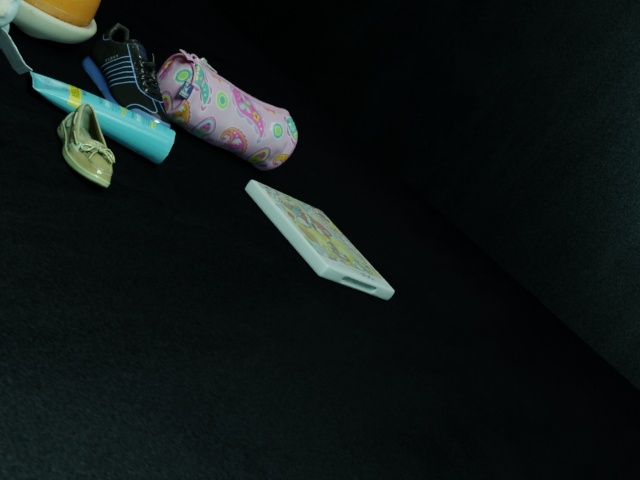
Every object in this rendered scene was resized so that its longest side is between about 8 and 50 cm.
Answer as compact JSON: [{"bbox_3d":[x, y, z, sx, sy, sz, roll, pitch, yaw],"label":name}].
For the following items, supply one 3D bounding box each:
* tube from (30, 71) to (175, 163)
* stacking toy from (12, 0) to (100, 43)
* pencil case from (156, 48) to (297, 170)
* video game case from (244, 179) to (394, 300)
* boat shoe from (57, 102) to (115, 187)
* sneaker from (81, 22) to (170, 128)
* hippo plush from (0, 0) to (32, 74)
[{"bbox_3d":[-0.300,-0.171,1.435,0.207,0.052,0.080,26,8,-25],"label":"tube"},{"bbox_3d":[-0.380,-0.574,1.595,0.350,0.480,0.351,37,13,-10],"label":"stacking toy"},{"bbox_3d":[-0.165,-0.220,1.808,0.284,0.124,0.124,27,17,-46],"label":"pencil case"},{"bbox_3d":[0.000,0.000,1.724,0.206,0.026,0.227,22,21,-53],"label":"video game case"},{"bbox_3d":[-0.281,-0.117,1.281,0.056,0.048,0.153,30,15,-35],"label":"boat shoe"},{"bbox_3d":[-0.287,-0.249,1.622,0.232,0.090,0.081,47,15,33],"label":"sneaker"},{"bbox_3d":[-0.364,-0.376,1.268,0.234,0.236,0.294,40,-9,47],"label":"hippo plush"}]
